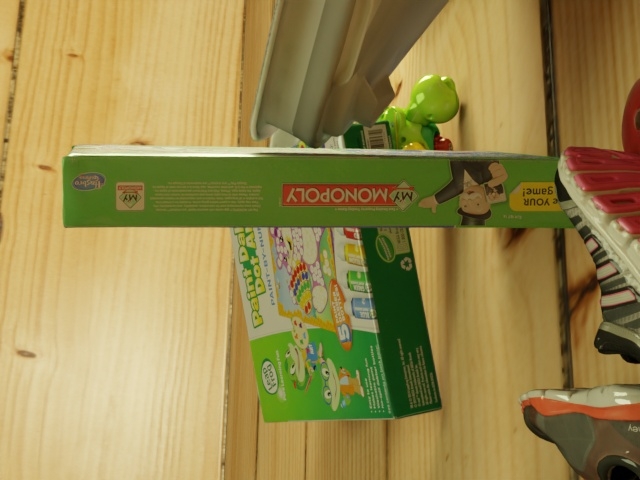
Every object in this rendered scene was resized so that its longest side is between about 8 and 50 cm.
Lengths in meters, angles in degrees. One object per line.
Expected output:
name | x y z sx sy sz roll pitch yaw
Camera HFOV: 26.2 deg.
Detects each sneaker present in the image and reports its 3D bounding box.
sneaker | 0.144 0.108 0.713 0.158 0.061 0.065 139 129 -78
sneaker | 0.152 0.019 0.653 0.170 0.063 0.075 -117 32 -49

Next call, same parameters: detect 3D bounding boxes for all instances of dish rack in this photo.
dish rack | 0.080 -0.220 0.884 0.333 0.072 0.286 -52 -11 -34

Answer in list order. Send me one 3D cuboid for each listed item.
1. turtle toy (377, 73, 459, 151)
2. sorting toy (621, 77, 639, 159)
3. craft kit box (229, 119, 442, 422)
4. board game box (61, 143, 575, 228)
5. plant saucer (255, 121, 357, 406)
turtle toy | 0.080 -0.085 1.185 0.095 0.066 0.130 55 142 39
sorting toy | 0.185 -0.163 0.642 0.132 0.046 0.275 -120 36 -74
craft kit box | 0.002 0.037 1.236 0.246 0.061 0.250 -17 83 63
board game box | -0.009 -0.038 0.919 0.213 0.317 0.046 -143 54 -80
plant saucer | 0.000 0.000 1.532 0.400 0.100 0.401 -175 90 -80
